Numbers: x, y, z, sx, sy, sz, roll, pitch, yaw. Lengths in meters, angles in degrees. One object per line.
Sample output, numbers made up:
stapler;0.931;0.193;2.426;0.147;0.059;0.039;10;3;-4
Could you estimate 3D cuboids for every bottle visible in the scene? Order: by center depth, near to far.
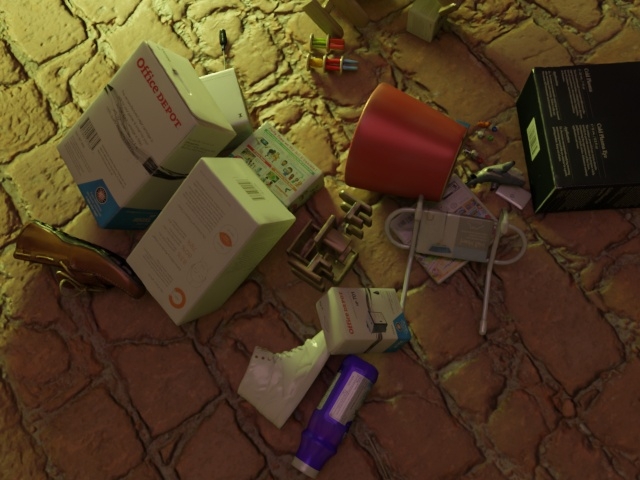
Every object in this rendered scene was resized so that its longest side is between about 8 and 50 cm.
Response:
bottle;0.032;0.404;1.370;0.092;0.118;0.283;29;75;12

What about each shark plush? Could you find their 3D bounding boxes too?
shark plush;0.456;-0.163;1.566;0.161;0.073;0.067;-12;90;-3

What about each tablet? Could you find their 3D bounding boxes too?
tablet;0.514;-0.124;1.576;0.083;0.006;0.054;35;77;14

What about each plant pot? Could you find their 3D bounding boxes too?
plant pot;0.222;-0.227;1.489;0.243;0.275;0.275;21;74;12

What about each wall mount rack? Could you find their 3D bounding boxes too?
wall mount rack;0.317;0.053;1.443;0.350;0.130;0.304;9;113;9

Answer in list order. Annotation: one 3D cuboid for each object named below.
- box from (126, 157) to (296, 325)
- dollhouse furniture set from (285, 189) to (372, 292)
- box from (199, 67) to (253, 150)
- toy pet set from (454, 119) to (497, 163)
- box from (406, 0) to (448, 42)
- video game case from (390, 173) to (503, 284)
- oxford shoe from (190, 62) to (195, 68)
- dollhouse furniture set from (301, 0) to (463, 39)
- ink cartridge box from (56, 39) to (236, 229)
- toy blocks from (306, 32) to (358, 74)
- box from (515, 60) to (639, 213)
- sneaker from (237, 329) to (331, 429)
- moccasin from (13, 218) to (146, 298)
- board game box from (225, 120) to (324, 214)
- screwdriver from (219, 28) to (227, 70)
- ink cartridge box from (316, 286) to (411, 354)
box;-0.263;0.000;1.411;0.215;0.168;0.345;48;114;13
dollhouse furniture set;0.000;0.000;1.443;0.161;0.242;0.212;33;76;14
box;-0.293;-0.352;1.646;0.181;0.119;0.182;-15;71;-2
toy pet set;0.413;-0.290;1.608;0.114;0.065;0.122;23;74;11
box;0.312;-0.654;1.718;0.087;0.102;0.101;32;77;11
video game case;0.327;-0.031;1.539;0.227;0.026;0.206;-37;73;-4
oxford shoe;-0.473;-0.424;1.709;0.271;0.097;0.098;-27;92;-1
dollhouse furniture set;0.214;-0.743;1.659;0.256;0.394;0.362;39;73;-25
ink cartridge box;-0.449;-0.256;1.514;0.395;0.166;0.285;-41;71;21
toy blocks;0.039;-0.541;1.722;0.148;0.054;0.123;6;72;6
box;0.701;-0.262;1.519;0.312;0.179;0.343;-3;72;3
sneaker;-0.076;0.282;1.425;0.169;0.108;0.292;34;78;11
moccasin;-0.620;0.071;1.516;0.380;0.139;0.147;22;80;8
board game box;-0.172;-0.135;1.578;0.303;0.097;0.224;-43;75;-9
screwdriver;-0.290;-0.554;1.766;0.025;0.024;0.170;6;71;-25
ink cartridge box;0.102;0.189;1.401;0.191;0.082;0.139;5;54;-33
